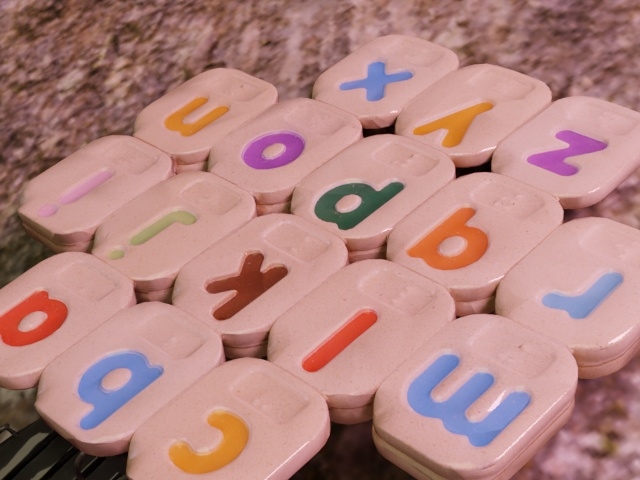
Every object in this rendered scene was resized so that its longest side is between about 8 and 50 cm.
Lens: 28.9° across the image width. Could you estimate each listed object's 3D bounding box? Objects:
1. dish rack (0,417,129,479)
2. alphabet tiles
[{"bbox_3d":[-0.098,0.170,0.440,0.208,0.074,0.271,-43,49,-14],"label":"dish rack"},{"bbox_3d":[0.000,0.000,0.531,0.284,0.021,0.278,27,52,37],"label":"alphabet tiles"}]
